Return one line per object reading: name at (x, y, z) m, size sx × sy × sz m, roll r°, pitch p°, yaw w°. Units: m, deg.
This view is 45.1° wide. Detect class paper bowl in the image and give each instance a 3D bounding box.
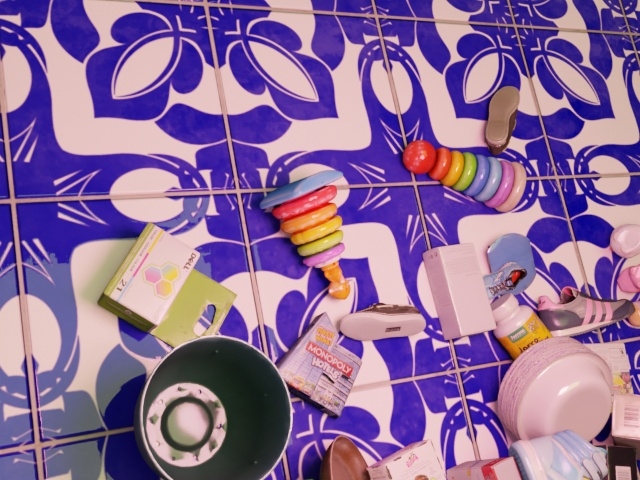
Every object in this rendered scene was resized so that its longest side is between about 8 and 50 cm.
paper bowl at (0.586, 0.388, 1.871) m, size 0.284 × 0.148 × 0.285 m, roll -7°, pitch 111°, yaw -19°

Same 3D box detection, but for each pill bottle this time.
pill bottle at (0.520, 0.241, 1.979) m, size 0.117 × 0.117 × 0.208 m, roll -39°, pitch 92°, yaw -30°

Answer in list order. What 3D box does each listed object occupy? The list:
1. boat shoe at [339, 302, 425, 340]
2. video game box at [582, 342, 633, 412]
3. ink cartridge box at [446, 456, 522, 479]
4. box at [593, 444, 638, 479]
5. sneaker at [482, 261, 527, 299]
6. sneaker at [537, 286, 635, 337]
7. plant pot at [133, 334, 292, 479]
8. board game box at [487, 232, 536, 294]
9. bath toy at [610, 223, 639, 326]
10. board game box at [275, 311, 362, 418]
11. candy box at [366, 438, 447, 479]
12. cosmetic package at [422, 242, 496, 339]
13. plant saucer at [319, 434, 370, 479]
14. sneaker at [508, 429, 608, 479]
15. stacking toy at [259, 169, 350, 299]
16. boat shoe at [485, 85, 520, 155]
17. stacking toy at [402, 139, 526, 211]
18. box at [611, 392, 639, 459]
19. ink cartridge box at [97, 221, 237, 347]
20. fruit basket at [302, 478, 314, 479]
boat shoe at (0.142, 0.190, 1.851) m, size 0.219 × 0.078 × 0.070 m, roll 2°, pitch 38°, yaw -21°
video game box at (0.750, 0.374, 2.085) m, size 0.205 × 0.048 × 0.187 m, roll 3°, pitch 70°, yaw -24°
ink cartridge box at (0.385, 0.573, 1.773) m, size 0.072 × 0.175 × 0.128 m, roll -15°, pitch 80°, yaw -31°
box at (0.702, 0.594, 1.920) m, size 0.093 × 0.158 × 0.156 m, roll 9°, pitch 71°, yaw -17°
sneaker at (0.469, 0.109, 2.008) m, size 0.162 × 0.073 × 0.063 m, roll -34°, pitch 105°, yaw -14°
sneaker at (0.727, 0.178, 2.102) m, size 0.318 × 0.112 × 0.131 m, roll -11°, pitch 81°, yaw -29°
plant pot at (-0.233, 0.354, 1.518) m, size 0.292 × 0.235 × 0.293 m, roll 8°, pitch 69°, yaw -23°
board game box at (0.508, 0.062, 2.076) m, size 0.133 × 0.033 × 0.169 m, roll -18°, pitch 101°, yaw -18°
bath toy at (0.925, 0.122, 2.209) m, size 0.129 × 0.151 × 0.349 m, roll 9°, pitch 60°, yaw -64°
board game box at (0.005, 0.273, 1.759) m, size 0.194 × 0.060 × 0.194 m, roll 32°, pitch 63°, yaw -12°
candy box at (0.211, 0.570, 1.732) m, size 0.164 × 0.070 × 0.196 m, roll -13°, pitch 79°, yaw -42°
cosmetic package at (0.351, 0.128, 1.958) m, size 0.117 × 0.085 × 0.231 m, roll -6°, pitch 78°, yaw -27°
plant saucer at (0.069, 0.564, 1.605) m, size 0.050 × 0.310 × 0.311 m, roll -21°, pitch 81°, yaw 13°
sneaker at (0.576, 0.571, 1.713) m, size 0.208 × 0.127 × 0.319 m, roll -18°, pitch 74°, yaw -12°
stacking toy at (0.000, 0.000, 1.810) m, size 0.175 × 0.165 × 0.302 m, roll -28°, pitch 98°, yaw -41°
boat shoe at (0.518, -0.345, 2.205) m, size 0.081 × 0.069 × 0.228 m, roll 11°, pitch 57°, yaw 21°
stacking toy at (0.374, -0.184, 2.050) m, size 0.330 × 0.141 × 0.141 m, roll 16°, pitch 67°, yaw -16°
box at (0.793, 0.476, 1.952) m, size 0.275 × 0.094 × 0.113 m, roll 52°, pitch 45°, yaw -56°
ink cartridge box at (-0.310, 0.112, 1.642) m, size 0.255 × 0.097 × 0.189 m, roll 33°, pitch 62°, yaw -11°
fruit basket at (-0.151, 0.664, 1.458) m, size 0.392 × 0.282 × 0.392 m, roll 21°, pitch 56°, yaw -35°
